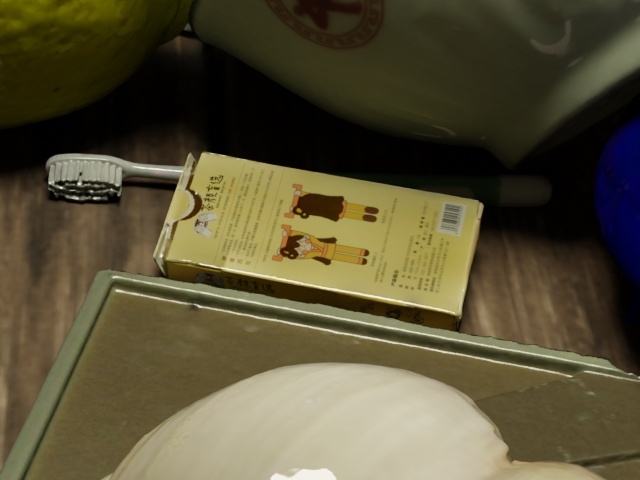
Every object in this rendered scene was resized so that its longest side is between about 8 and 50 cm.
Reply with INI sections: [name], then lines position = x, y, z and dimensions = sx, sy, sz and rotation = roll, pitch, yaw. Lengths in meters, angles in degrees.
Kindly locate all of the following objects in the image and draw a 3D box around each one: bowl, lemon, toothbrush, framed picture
[bowl]
position = 0.114, -0.137, 0.987
dimensions = 0.337, 0.337, 0.157
rotation = -28, 82, -37
[lemon]
position = -0.168, -0.144, 0.992
dimensions = 0.248, 0.184, 0.184
rotation = 11, 32, -27
[toothbrush]
position = -0.010, -0.029, 0.994
dimensions = 0.257, 0.018, 0.024
rotation = 2, 40, -6
[framed picture]
position = 0.017, 0.100, 0.824
dimensions = 0.289, 0.020, 0.211
rotation = 10, 37, 6

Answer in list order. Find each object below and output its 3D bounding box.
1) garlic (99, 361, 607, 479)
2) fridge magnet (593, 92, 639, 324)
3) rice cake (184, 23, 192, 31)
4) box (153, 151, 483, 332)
[garlic]
position = 0.029, 0.130, 0.625
dimensions = 0.281, 0.185, 0.203
rotation = 9, 33, 35
[fridge magnet]
position = 0.258, -0.002, 0.916
dimensions = 0.265, 0.113, 0.265
rotation = 3, 36, -2
[rice cake]
position = -0.055, -0.223, 1.200
dimensions = 0.051, 0.081, 0.290
rotation = -1, 35, 14
[box]
position = 0.000, 0.000, 0.943
dimensions = 0.149, 0.020, 0.073
rotation = 11, 52, 7
